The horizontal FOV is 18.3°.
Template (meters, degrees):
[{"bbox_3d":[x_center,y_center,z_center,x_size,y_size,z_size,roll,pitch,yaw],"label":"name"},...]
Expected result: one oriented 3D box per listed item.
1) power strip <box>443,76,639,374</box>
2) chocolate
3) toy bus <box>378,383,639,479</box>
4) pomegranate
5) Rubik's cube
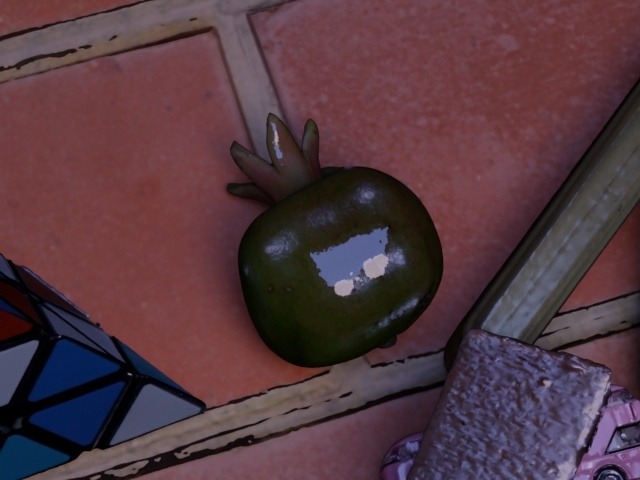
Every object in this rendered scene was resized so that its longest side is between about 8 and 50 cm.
[{"bbox_3d":[0.219,-0.049,1.507,0.066,0.092,0.387,37,72,4],"label":"power strip"},{"bbox_3d":[0.092,0.218,1.347,0.112,0.112,0.321,21,86,7],"label":"chocolate"},{"bbox_3d":[0.144,0.167,1.446,0.203,0.063,0.090,-13,74,-8],"label":"toy bus"},{"bbox_3d":[0.000,0.000,1.461,0.152,0.131,0.191,-31,55,-8],"label":"pomegranate"},{"bbox_3d":[-0.260,0.085,1.345,0.284,0.234,0.250,42,74,7],"label":"Rubik's cube"}]
